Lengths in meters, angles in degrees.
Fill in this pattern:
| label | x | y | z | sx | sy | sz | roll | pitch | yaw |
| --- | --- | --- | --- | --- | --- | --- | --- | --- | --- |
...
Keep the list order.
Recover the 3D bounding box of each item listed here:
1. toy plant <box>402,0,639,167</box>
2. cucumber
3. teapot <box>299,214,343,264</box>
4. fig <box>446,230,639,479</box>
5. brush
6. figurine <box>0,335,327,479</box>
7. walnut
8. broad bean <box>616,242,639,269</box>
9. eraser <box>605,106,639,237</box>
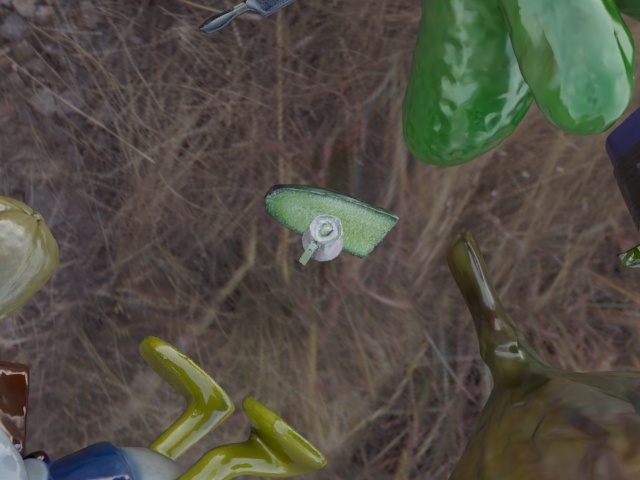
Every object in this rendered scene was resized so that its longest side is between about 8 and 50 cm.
| label | x | y | z | sx | sy | sz | roll | pitch | yaw |
| --- | --- | --- | --- | --- | --- | --- | --- | --- | --- |
| toy plant | 0.120 | -0.205 | 0.548 | 0.317 | 0.210 | 0.356 | -21 | 120 | 24 |
| cucumber | 0.011 | -0.055 | 1.901 | 0.244 | 0.063 | 0.115 | 21 | 121 | -19 |
| teapot | 0.000 | 0.000 | 1.563 | 0.064 | 0.064 | 0.083 | 39 | 68 | 10 |
| fig | 0.169 | 0.143 | 0.606 | 0.286 | 0.368 | 0.286 | -13 | 146 | -9 |
| brush | -0.110 | -0.380 | 1.633 | 0.193 | 0.016 | 0.063 | -33 | 96 | -12 |
| figurine | -0.205 | 0.204 | 0.715 | 0.338 | 0.205 | 0.283 | -53 | 128 | -16 |
| walnut | -0.607 | 0.035 | 1.778 | 0.283 | 0.227 | 0.282 | -16 | 132 | -19 |
| broad bean | 0.446 | -0.008 | 1.181 | 0.061 | 0.195 | 0.046 | 14 | 60 | -56 |
| eraser | 0.389 | -0.073 | 1.038 | 0.101 | 0.332 | 0.155 | 43 | 111 | -11 |
